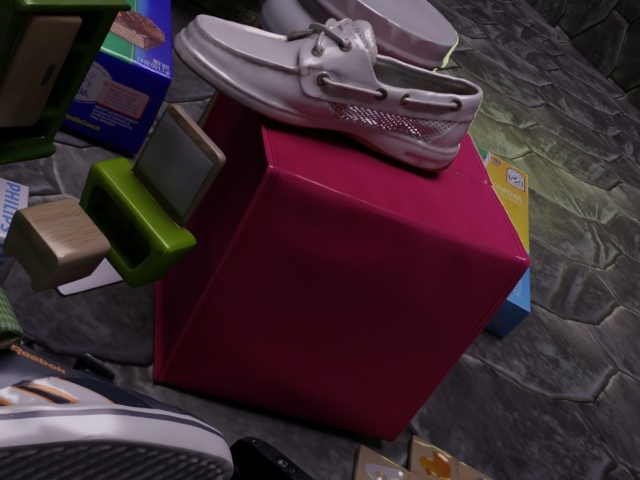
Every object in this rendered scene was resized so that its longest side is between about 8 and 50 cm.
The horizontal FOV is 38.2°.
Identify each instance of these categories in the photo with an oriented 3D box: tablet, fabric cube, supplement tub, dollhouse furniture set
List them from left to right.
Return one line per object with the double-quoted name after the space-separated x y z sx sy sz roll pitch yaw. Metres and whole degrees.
-0.222 -0.050 0.580 0.197 0.151 0.301 48 34 15 "dollhouse furniture set"
-0.232 0.026 0.888 0.054 0.006 0.083 45 30 18 "tablet"
-0.004 -0.159 1.094 0.228 0.316 0.228 26 28 -15 "supplement tub"
0.000 0.000 0.909 0.258 0.254 0.259 18 32 -21 "fabric cube"

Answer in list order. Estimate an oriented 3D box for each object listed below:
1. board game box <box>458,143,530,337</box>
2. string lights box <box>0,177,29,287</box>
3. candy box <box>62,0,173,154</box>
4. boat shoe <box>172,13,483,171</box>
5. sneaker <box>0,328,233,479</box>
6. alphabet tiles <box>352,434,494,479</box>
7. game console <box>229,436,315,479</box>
0.184 -0.039 1.321 0.242 0.064 0.317 28 39 -12 "board game box"
-0.362 -0.012 0.668 0.259 0.133 0.077 19 31 -26 "string lights box"
-0.323 -0.276 1.143 0.268 0.122 0.317 21 29 -23 "candy box"
0.014 -0.148 0.790 0.277 0.096 0.098 15 34 -25 "boat shoe"
-0.212 0.117 0.636 0.321 0.126 0.128 13 40 -33 "sneaker"
0.170 0.326 0.849 0.342 0.011 0.285 31 28 -7 "alphabet tiles"
0.057 0.273 0.638 0.044 0.213 0.361 -21 40 -41 "game console"
